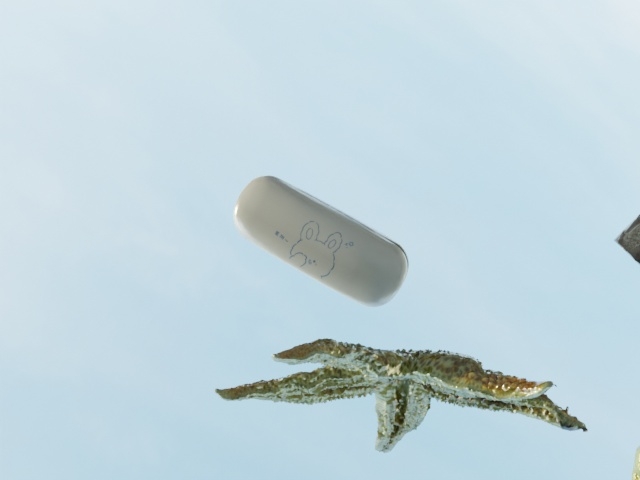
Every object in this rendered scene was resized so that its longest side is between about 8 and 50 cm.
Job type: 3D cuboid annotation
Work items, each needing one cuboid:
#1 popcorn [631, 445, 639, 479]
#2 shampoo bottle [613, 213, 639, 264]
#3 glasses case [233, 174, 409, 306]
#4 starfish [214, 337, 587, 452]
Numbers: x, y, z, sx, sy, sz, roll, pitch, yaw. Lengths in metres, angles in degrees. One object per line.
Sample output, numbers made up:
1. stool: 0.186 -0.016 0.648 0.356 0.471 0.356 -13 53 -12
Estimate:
1. popcorn: 0.544 0.359 1.391 0.241 0.235 0.250 -14 -155 -9
2. shampoo bottle: 0.422 -0.053 1.202 0.057 0.208 0.063 50 -166 23
3. glasses case: 0.000 0.000 1.359 0.233 0.092 0.059 30 -168 3
4. starfish: 0.089 0.148 1.121 0.358 0.347 0.078 35 -125 -48
